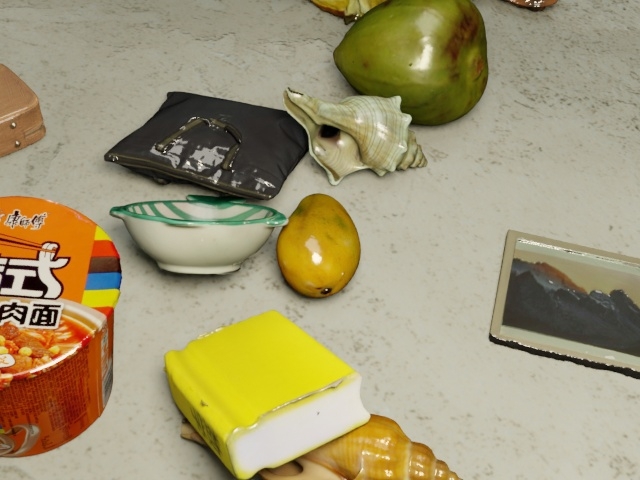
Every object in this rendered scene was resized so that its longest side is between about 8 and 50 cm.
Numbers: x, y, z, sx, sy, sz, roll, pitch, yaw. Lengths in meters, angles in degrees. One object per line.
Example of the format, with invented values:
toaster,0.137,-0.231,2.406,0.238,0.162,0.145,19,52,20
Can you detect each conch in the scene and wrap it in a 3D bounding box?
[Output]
conch,0.049,-0.147,1.380,0.234,0.137,0.114,10,26,-9
conch,-0.004,0.237,1.051,0.330,0.093,0.109,2,63,25

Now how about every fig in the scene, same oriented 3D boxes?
fig,0.133,-0.274,1.453,0.225,0.203,0.203,8,45,26

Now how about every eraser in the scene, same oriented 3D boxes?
eraser,-0.066,0.159,1.055,0.158,0.069,0.226,-20,23,-22

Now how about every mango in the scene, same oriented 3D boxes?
mango,0.003,0.005,1.245,0.111,0.089,0.163,48,35,-9

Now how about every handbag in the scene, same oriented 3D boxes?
handbag,-0.507,-0.173,1.385,0.193,0.072,0.151,-31,57,-25
handbag,-0.147,-0.136,1.367,0.254,0.089,0.211,15,38,13

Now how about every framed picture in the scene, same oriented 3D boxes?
framed picture,0.359,0.086,1.254,0.265,0.018,0.192,13,49,7

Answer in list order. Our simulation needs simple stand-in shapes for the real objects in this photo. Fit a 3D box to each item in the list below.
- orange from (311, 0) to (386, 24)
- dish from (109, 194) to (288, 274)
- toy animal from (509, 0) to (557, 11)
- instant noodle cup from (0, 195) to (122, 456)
orange,0.103,-0.494,1.576,0.368,0.271,0.210,27,60,25
dish,-0.150,-0.005,1.234,0.224,0.078,0.246,3,10,3
toy animal,0.280,-0.464,1.697,0.312,0.097,0.157,-1,54,-3
instant noodle cup,-0.333,0.106,1.063,0.250,0.192,0.250,2,48,-2
